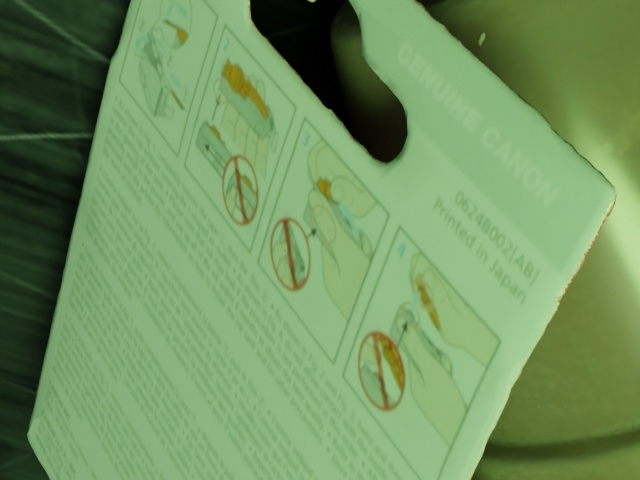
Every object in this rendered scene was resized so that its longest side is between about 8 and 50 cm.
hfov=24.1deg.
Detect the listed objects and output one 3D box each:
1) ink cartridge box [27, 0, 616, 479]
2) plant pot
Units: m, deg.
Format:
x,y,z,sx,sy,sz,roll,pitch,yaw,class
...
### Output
x,y,z,sx,sy,sz,roll,pitch,yaw,class
-0.007,0.046,0.665,0.091,0.308,0.385,-5,130,-34,ink cartridge box
0.120,-0.031,0.650,0.263,0.263,0.229,-23,110,20,plant pot
